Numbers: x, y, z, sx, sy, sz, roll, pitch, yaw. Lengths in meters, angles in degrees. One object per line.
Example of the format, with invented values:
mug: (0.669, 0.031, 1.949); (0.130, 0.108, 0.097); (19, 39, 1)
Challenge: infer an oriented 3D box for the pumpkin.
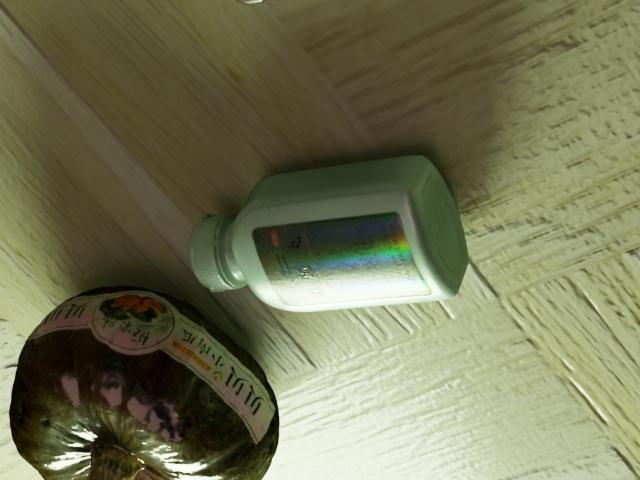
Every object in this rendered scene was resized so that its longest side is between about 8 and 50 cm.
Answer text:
pumpkin: (-0.177, 0.175, 1.298); (0.260, 0.189, 0.260); (13, 133, 15)

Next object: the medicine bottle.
medicine bottle: (0.000, 0.000, 1.147); (0.229, 0.083, 0.121); (-6, 127, 29)

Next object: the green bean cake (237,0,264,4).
green bean cake: (-0.025, -0.243, 0.974); (0.135, 0.056, 0.135); (-6, 123, 28)
